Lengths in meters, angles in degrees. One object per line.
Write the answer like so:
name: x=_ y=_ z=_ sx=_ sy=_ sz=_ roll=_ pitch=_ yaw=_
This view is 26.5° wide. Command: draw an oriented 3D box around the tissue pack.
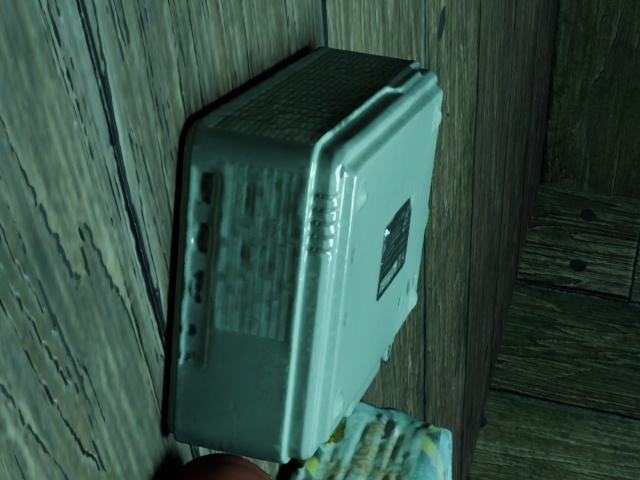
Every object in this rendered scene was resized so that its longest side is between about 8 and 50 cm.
tissue pack: x=0.007 y=0.310 z=1.047 sx=0.310 sy=0.128 sz=0.228 roll=-64 pitch=160 yaw=-47

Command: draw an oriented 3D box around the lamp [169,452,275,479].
lamp: x=-0.050 y=0.168 z=0.762 sx=0.101 sy=0.090 sz=0.101 roll=-24 pitch=90 yaw=-88

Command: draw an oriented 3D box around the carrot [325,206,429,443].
carrot: x=0.027 y=0.048 z=1.060 sx=0.070 sy=0.070 sz=0.260 roll=86 pitch=20 yaw=-47

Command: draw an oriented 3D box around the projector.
projector: x=0.000 y=0.000 z=0.822 sx=0.256 sy=0.099 sz=0.191 roll=-48 pitch=147 yaw=-67
